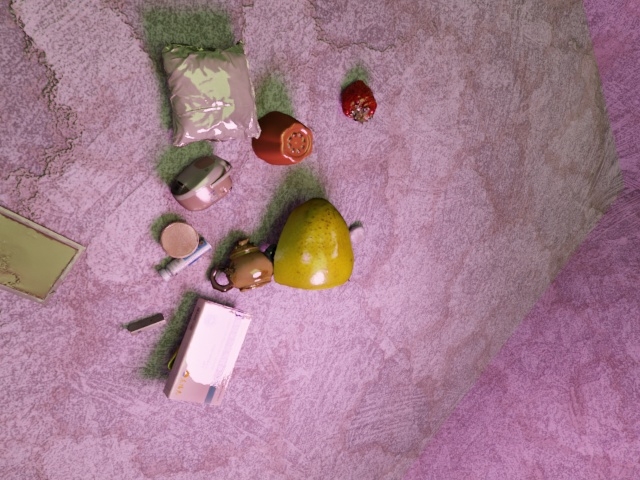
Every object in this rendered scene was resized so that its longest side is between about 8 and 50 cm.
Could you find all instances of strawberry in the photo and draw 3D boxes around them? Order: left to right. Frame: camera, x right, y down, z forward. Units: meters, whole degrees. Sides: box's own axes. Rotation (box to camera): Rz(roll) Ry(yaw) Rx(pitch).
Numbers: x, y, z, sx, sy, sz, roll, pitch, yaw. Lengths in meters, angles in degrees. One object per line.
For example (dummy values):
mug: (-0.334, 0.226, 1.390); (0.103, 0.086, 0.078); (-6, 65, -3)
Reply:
strawberry: (0.141, -0.519, 1.670); (0.131, 0.148, 0.131); (-11, 150, -6)

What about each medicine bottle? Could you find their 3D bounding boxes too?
medicine bottle: (-0.457, 0.064, 1.512); (0.191, 0.051, 0.051); (-38, 122, -16)

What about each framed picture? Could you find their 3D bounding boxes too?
framed picture: (-0.858, 0.044, 1.268); (0.273, 0.016, 0.216); (37, 84, -36)

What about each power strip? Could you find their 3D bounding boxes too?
power strip: (-0.581, 0.283, 1.506); (0.136, 0.051, 0.019); (-20, 120, -27)

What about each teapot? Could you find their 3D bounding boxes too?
teapot: (-0.271, 0.085, 1.589); (0.270, 0.173, 0.182); (-20, 81, -1)

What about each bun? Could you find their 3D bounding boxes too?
bun: (0.150, -0.025, 1.875); (0.083, 0.045, 0.083); (-11, 110, -33)

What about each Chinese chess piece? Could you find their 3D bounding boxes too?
Chinese chess piece: (-0.464, -0.002, 1.463); (0.122, 0.051, 0.121); (1, 88, -19)

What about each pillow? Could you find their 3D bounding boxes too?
pillow: (-0.334, -0.447, 1.362); (0.284, 0.138, 0.309); (-17, 118, -27)

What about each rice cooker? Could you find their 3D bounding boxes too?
rice cooker: (-0.374, -0.182, 1.426); (0.206, 0.145, 0.127); (-38, 135, -20)

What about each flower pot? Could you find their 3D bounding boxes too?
flower pot: (-0.119, -0.338, 1.519); (0.191, 0.173, 0.190); (-12, 115, -29)

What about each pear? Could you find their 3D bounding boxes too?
pear: (0.000, 0.000, 1.628); (0.343, 0.239, 0.317); (-20, 114, -57)

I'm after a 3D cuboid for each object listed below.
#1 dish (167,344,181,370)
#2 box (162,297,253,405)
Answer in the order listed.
dish: (-0.459, 0.422, 1.612); (0.208, 0.080, 0.148); (-1, 97, -36)
box: (-0.391, 0.393, 1.568); (0.200, 0.065, 0.342); (24, 81, -35)
